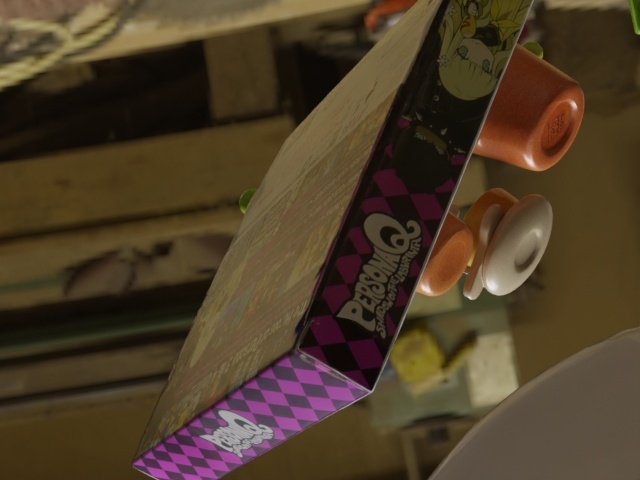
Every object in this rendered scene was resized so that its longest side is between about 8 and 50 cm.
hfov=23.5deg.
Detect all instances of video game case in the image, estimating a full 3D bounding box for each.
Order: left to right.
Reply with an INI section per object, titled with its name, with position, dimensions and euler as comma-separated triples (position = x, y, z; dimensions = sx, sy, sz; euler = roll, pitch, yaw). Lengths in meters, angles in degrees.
[video game case]
position = 0.000, 0.000, 0.712
dimensions = 0.042, 0.210, 0.232
euler = 30, 152, -11

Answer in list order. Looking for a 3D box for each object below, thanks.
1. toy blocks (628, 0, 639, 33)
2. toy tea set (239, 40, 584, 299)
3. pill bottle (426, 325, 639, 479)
[toy blocks]
position = 0.265, -0.145, 0.928
dimensions = 0.190, 0.381, 0.261
euler = -12, -174, 4
[toy tea set]
position = 0.062, -0.055, 1.127
dimensions = 0.124, 0.200, 0.336
euler = 29, -158, 32
[pill bottle]
position = 0.187, 0.182, 0.440
dimensions = 0.204, 0.204, 0.361
euler = -22, 138, 37
